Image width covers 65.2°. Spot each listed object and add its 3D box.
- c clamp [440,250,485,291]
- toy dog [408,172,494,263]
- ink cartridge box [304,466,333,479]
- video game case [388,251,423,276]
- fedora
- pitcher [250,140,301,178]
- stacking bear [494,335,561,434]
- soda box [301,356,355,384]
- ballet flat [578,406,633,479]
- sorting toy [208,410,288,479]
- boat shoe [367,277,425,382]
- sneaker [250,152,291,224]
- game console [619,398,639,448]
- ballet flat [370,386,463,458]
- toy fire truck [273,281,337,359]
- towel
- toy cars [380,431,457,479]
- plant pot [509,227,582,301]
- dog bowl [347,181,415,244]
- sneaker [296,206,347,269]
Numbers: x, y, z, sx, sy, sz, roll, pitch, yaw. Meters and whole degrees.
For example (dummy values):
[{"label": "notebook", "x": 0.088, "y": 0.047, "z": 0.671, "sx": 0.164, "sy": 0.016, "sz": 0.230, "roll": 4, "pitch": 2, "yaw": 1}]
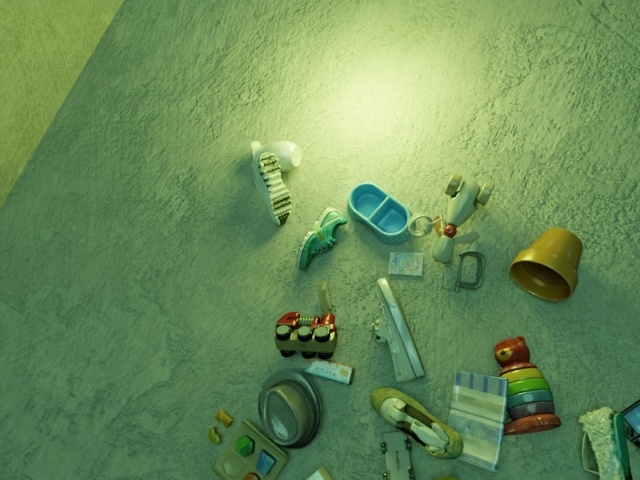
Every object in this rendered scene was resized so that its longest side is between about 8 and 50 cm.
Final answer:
[{"label": "c clamp", "x": 0.517, "y": 0.111, "z": 1.786, "sx": 0.137, "sy": 0.022, "sz": 0.160, "roll": 15, "pitch": 85, "yaw": 7}, {"label": "toy dog", "x": 0.495, "y": -0.088, "z": 1.825, "sx": 0.220, "sy": 0.161, "sz": 0.333, "roll": 45, "pitch": 101, "yaw": 14}, {"label": "ink cartridge box", "x": -0.035, "y": 0.888, "z": 1.662, "sx": 0.212, "sy": 0.093, "sz": 0.154, "roll": -39, "pitch": 69, "yaw": 2}, {"label": "video game case", "x": 0.319, "y": 0.088, "z": 1.864, "sx": 0.122, "sy": 0.011, "sz": 0.087, "roll": 2, "pitch": 74, "yaw": 15}, {"label": "fedora", "x": -0.125, "y": 0.595, "z": 1.739, "sx": 0.244, "sy": 0.124, "sz": 0.275, "roll": -19, "pitch": 77, "yaw": 15}, {"label": "pitcher", "x": -0.189, "y": -0.325, "z": 2.074, "sx": 0.207, "sy": 0.126, "sz": 0.177, "roll": 6, "pitch": 95, "yaw": 27}, {"label": "stacking bear", "x": 0.639, "y": 0.454, "z": 1.595, "sx": 0.175, "sy": 0.164, "sz": 0.288, "roll": -37, "pitch": 50, "yaw": 41}, {"label": "soda box", "x": 0.027, "y": 0.465, "z": 1.795, "sx": 0.183, "sy": 0.058, "sz": 0.062, "roll": 11, "pitch": 76, "yaw": 18}, {"label": "ballet flat", "x": 0.862, "y": 0.709, "z": 1.488, "sx": 0.147, "sy": 0.147, "sz": 0.408, "roll": -4, "pitch": 69, "yaw": 13}, {"label": "sorting toy", "x": -0.290, "y": 0.762, "z": 1.774, "sx": 0.307, "sy": 0.041, "sz": 0.228, "roll": 32, "pitch": 91, "yaw": 21}, {"label": "boat shoe", "x": 0.233, "y": 0.322, "z": 1.760, "sx": 0.157, "sy": 0.136, "sz": 0.366, "roll": -22, "pitch": 79, "yaw": 10}, {"label": "sneaker", "x": -0.202, "y": -0.203, "z": 2.019, "sx": 0.118, "sy": 0.110, "sz": 0.291, "roll": -8, "pitch": 99, "yaw": 47}, {"label": "game console", "x": 0.994, "y": 0.553, "z": 1.509, "sx": 0.144, "sy": 0.085, "sz": 0.124, "roll": -35, "pitch": 68, "yaw": 1}, {"label": "ballet flat", "x": 0.295, "y": 0.586, "z": 1.621, "sx": 0.349, "sy": 0.123, "sz": 0.123, "roll": 27, "pitch": 81, "yaw": 33}, {"label": "toy fire truck", "x": -0.042, "y": 0.289, "z": 1.839, "sx": 0.217, "sy": 0.158, "sz": 0.246, "roll": 0, "pitch": 35, "yaw": 13}, {"label": "towel", "x": 0.491, "y": 0.565, "z": 1.594, "sx": 0.209, "sy": 0.034, "sz": 0.284, "roll": -5, "pitch": 69, "yaw": 56}, {"label": "toy cars", "x": 0.327, "y": 0.783, "z": 1.586, "sx": 0.176, "sy": 0.087, "sz": 0.394, "roll": -41, "pitch": 51, "yaw": -16}, {"label": "plant pot", "x": 0.772, "y": 0.067, "z": 1.671, "sx": 0.205, "sy": 0.205, "sz": 0.188, "roll": 31, "pitch": 67, "yaw": 21}, {"label": "dog bowl", "x": 0.227, "y": -0.111, "z": 1.916, "sx": 0.297, "sy": 0.074, "sz": 0.166, "roll": 40, "pitch": 86, "yaw": 21}, {"label": "sneaker", "x": 0.000, "y": 0.000, "z": 1.928, "sx": 0.110, "sy": 0.107, "sz": 0.275, "roll": 33, "pitch": 83, "yaw": 11}]
